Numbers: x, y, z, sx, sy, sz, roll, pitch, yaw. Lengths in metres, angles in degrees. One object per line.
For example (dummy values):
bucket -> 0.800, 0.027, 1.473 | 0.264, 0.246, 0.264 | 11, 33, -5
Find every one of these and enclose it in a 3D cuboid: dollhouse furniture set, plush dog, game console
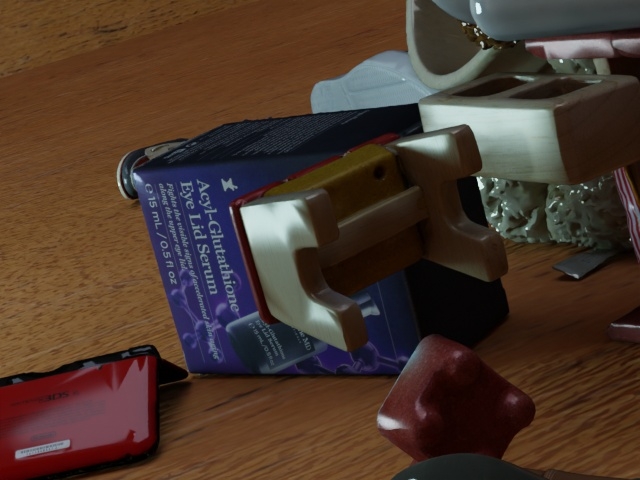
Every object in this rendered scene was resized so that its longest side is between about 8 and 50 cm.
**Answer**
dollhouse furniture set -> 0.127, 0.001, 0.945 | 0.374, 0.201, 0.152 | -24, 17, -28
plush dog -> 0.221, -0.115, 1.225 | 0.262, 0.225, 0.210 | -14, 14, 1
game console -> -0.162, 0.123, 1.140 | 0.144, 0.085, 0.124 | -13, 46, 8

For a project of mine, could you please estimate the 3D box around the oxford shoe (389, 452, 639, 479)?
oxford shoe -> 0.111, 0.134, 0.763 | 0.212, 0.076, 0.076 | -3, -12, 45

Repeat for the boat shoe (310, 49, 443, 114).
boat shoe -> 0.092, -0.132, 1.623 | 0.119, 0.121, 0.335 | -23, 14, -15

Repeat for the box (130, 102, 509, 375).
box -> 0.000, 0.000, 1.161 | 0.207, 0.153, 0.108 | -4, 18, 38

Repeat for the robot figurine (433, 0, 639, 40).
robot figurine -> 0.164, -0.235, 0.978 | 0.353, 0.200, 0.300 | -7, 57, 31

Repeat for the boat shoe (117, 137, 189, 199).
boat shoe -> -0.163, -0.076, 1.822 | 0.043, 0.049, 0.137 | -5, 13, 26

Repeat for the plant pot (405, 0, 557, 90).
plant pot -> 0.273, -0.243, 1.436 | 0.305, 0.334, 0.334 | 15, 7, -16
